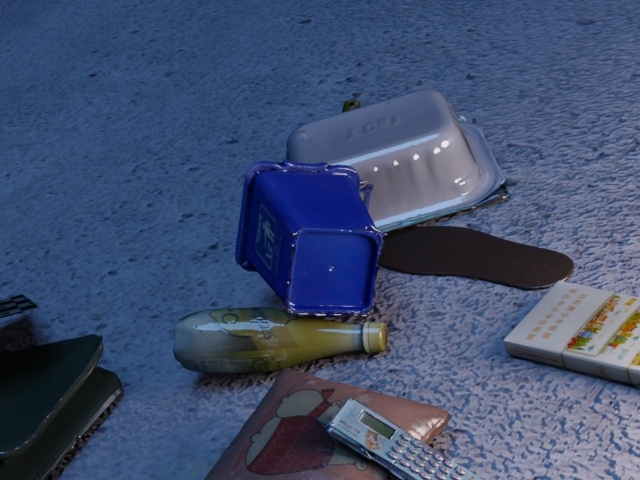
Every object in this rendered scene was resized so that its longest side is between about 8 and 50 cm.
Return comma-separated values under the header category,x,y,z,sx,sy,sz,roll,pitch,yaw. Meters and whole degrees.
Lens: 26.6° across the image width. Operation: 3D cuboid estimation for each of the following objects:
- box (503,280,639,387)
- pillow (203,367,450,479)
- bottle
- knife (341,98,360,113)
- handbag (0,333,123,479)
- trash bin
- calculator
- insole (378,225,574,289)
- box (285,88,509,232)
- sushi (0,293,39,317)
category,x,y,z,sx,sy,sz,roll,pitch,yaw
box,0.327,0.105,1.519,0.220,0.032,0.122,11,42,46
pillow,-0.007,0.235,1.461,0.223,0.084,0.236,11,41,33
bottle,-0.049,0.123,1.692,0.269,0.083,0.083,-4,32,14
knife,0.044,-0.145,2.138,0.061,0.027,0.343,-8,31,14
handbag,-0.416,0.229,1.758,0.260,0.079,0.247,-5,31,32
trash bin,0.000,0.000,1.738,0.184,0.163,0.234,2,19,-15
calculator,0.087,0.223,1.399,0.172,0.018,0.057,31,45,13
insole,0.193,0.020,1.779,0.327,0.007,0.111,11,43,44
box,0.080,-0.119,1.959,0.336,0.106,0.264,-17,33,2
sushi,-0.562,0.156,1.838,0.359,0.064,0.343,-15,5,-15
